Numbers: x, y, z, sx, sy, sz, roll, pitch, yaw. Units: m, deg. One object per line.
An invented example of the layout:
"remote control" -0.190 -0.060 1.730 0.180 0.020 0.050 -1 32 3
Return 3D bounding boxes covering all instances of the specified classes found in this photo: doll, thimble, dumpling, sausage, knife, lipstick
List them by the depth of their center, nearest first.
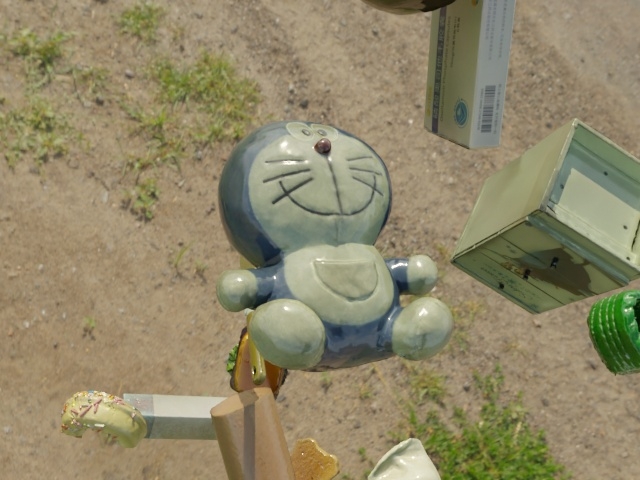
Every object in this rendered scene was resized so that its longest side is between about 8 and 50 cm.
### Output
"doll" 0.000 0.000 0.681 0.228 0.154 0.259 -3 76 -23
"thimble" 0.495 0.150 1.111 0.118 0.090 0.130 20 61 -29
"knife" -0.114 0.104 1.224 0.027 0.061 0.343 19 35 -26
"sausage" -0.114 0.412 1.286 0.123 0.123 0.253 -17 92 -32
"dumpling" 0.204 0.611 1.655 0.179 0.131 0.252 -15 86 -26
"lipstick" -0.292 0.429 1.683 0.371 0.076 0.080 8 26 -22

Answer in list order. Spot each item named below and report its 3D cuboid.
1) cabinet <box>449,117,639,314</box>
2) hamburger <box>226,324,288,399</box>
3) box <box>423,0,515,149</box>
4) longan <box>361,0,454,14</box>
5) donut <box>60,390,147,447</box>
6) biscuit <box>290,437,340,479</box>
"cabinet" 0.290 -0.019 0.865 0.145 0.206 0.150 31 68 -6
"hamburger" -0.134 0.261 1.529 0.137 0.166 0.087 15 11 3
"box" 0.268 -0.354 1.269 0.065 0.344 0.200 -5 20 -16
"longan" 0.141 -0.482 1.089 0.257 0.258 0.258 12 56 -17
"donut" -0.407 0.334 1.296 0.165 0.108 0.065 15 48 -3
"biscuit" -0.057 0.566 1.589 0.166 0.036 0.226 31 79 22
